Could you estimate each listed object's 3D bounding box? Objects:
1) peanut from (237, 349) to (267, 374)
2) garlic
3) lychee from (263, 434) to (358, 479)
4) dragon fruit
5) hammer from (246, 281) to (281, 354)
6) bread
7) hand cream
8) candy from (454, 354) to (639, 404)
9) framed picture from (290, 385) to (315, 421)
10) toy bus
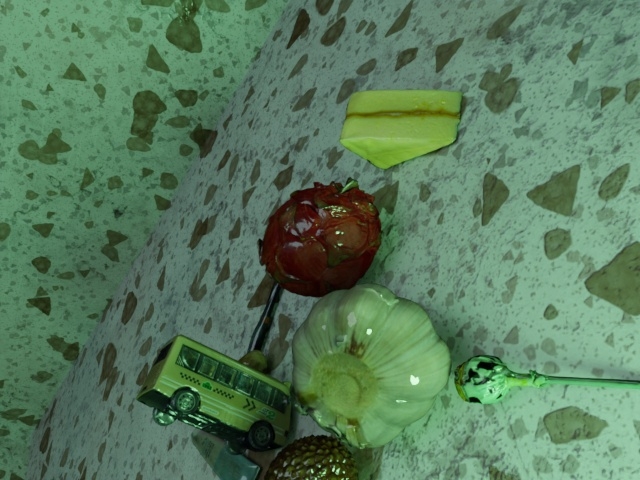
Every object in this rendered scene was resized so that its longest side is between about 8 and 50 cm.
[{"bbox_3d":[-0.221,0.414,1.624,0.108,0.095,0.226,27,89,43],"label":"peanut"},{"bbox_3d":[0.090,0.231,1.110,0.322,0.322,0.241,-57,7,14],"label":"garlic"},{"bbox_3d":[-0.030,0.509,1.187,0.238,0.200,0.200,-36,41,21],"label":"lychee"},{"bbox_3d":[0.000,0.000,1.413,0.342,0.277,0.277,-54,33,15],"label":"dragon fruit"},{"bbox_3d":[-0.152,0.207,1.713,0.137,0.037,0.290,3,71,58],"label":"hammer"},{"bbox_3d":[0.196,-0.307,1.427,0.264,0.163,0.167,-16,56,51],"label":"bread"},{"bbox_3d":[-0.271,0.609,1.593,0.312,0.070,0.111,13,78,54],"label":"hand cream"},{"bbox_3d":[0.353,0.230,0.923,0.305,0.083,0.091,-9,24,45],"label":"candy"},{"bbox_3d":[-0.021,0.368,1.435,0.149,0.011,0.109,29,93,59],"label":"framed picture"},{"bbox_3d":[-0.249,0.390,1.429,0.177,0.365,0.202,-35,30,49],"label":"toy bus"}]
